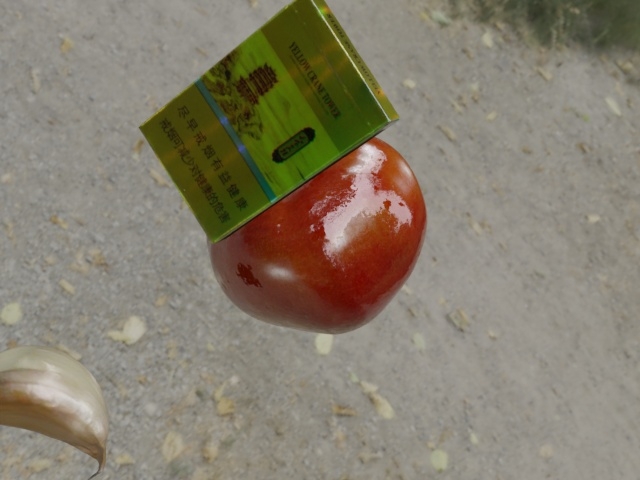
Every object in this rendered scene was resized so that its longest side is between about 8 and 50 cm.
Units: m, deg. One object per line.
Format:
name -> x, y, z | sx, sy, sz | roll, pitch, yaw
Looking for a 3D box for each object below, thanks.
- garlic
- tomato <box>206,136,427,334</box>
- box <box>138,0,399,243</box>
garlic -> -0.342, 0.200, 1.108 | 0.207, 0.115, 0.128 | 29, 59, -9
tomato -> 0.000, 0.000, 1.143 | 0.226, 0.299, 0.298 | 63, 28, -29
box -> -0.047, -0.096, 0.711 | 0.121, 0.193, 0.030 | 58, 25, 0
